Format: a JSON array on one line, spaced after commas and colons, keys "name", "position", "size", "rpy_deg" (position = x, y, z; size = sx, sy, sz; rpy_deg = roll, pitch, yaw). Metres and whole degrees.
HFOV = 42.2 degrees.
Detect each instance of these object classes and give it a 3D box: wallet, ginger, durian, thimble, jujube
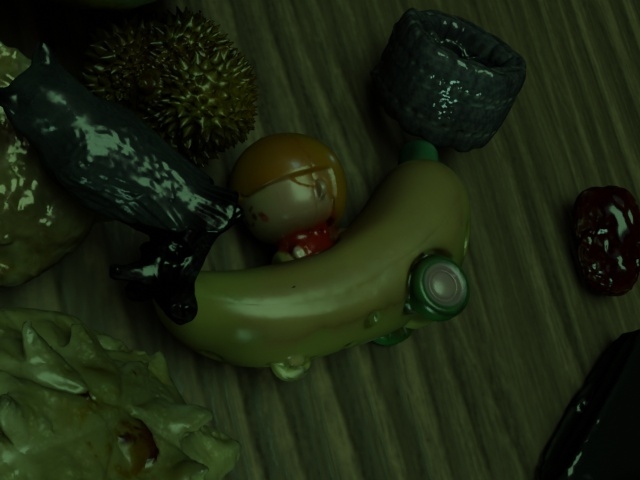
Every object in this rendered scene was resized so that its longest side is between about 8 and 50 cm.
[{"name": "wallet", "position": [0.424, 0.310, 0.901], "size": [0.406, 0.062, 0.228], "rpy_deg": [46, 59, -7]}, {"name": "ginger", "position": [-0.246, -0.058, 0.627], "size": [0.193, 0.115, 0.122], "rpy_deg": [57, 38, -23]}, {"name": "durian", "position": [-0.129, -0.131, 0.714], "size": [0.158, 0.168, 0.137], "rpy_deg": [36, 96, 4]}, {"name": "thimble", "position": [0.133, -0.168, 0.867], "size": [0.150, 0.097, 0.150], "rpy_deg": [17, 35, -12]}, {"name": "jujube", "position": [0.333, 0.000, 0.955], "size": [0.077, 0.077, 0.129], "rpy_deg": [1, 79, -28]}]

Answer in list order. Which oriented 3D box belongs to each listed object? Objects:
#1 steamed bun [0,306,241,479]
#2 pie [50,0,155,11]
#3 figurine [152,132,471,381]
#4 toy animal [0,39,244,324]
[{"name": "steamed bun", "position": [-0.172, 0.139, 0.536], "size": [0.292, 0.137, 0.295], "rpy_deg": [7, 47, -52]}, {"name": "pie", "position": [-0.199, -0.256, 0.684], "size": [0.257, 0.105, 0.274], "rpy_deg": [14, 23, -27]}, {"name": "figurine", "position": [0.000, 0.000, 0.752], "size": [0.325, 0.124, 0.222], "rpy_deg": [-16, 81, -27]}, {"name": "toy animal", "position": [-0.138, -0.043, 0.593], "size": [0.210, 0.117, 0.121], "rpy_deg": [50, 58, -41]}]
